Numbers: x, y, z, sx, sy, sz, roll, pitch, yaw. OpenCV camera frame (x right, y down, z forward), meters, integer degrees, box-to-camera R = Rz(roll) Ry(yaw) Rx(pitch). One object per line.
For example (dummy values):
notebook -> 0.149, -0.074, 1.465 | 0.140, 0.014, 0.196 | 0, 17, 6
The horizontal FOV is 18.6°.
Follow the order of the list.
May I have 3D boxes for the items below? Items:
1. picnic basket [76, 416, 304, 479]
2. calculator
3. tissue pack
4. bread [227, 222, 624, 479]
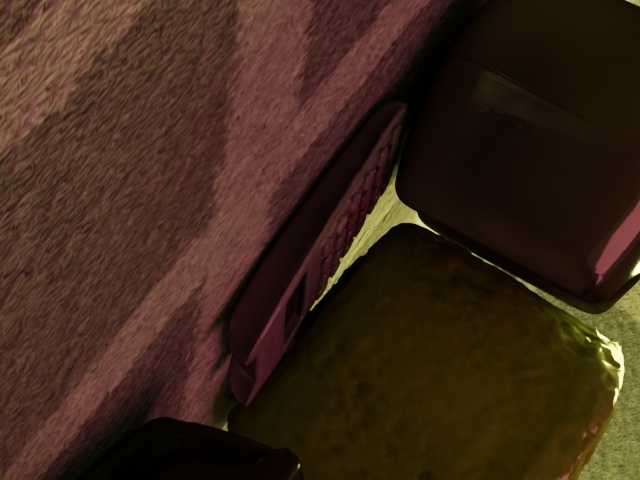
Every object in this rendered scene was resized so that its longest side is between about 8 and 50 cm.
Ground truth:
picnic basket -> -0.124, 0.246, 1.503 | 0.297, 0.222, 0.129 | -41, 140, -57
calculator -> -0.001, -0.001, 1.714 | 0.294, 0.043, 0.194 | -57, 170, -18
tissue pack -> 0.232, -0.096, 1.853 | 0.277, 0.267, 0.387 | -64, 169, -2
bread -> 0.096, 0.173, 1.905 | 0.348, 0.308, 0.348 | -55, 178, -3
